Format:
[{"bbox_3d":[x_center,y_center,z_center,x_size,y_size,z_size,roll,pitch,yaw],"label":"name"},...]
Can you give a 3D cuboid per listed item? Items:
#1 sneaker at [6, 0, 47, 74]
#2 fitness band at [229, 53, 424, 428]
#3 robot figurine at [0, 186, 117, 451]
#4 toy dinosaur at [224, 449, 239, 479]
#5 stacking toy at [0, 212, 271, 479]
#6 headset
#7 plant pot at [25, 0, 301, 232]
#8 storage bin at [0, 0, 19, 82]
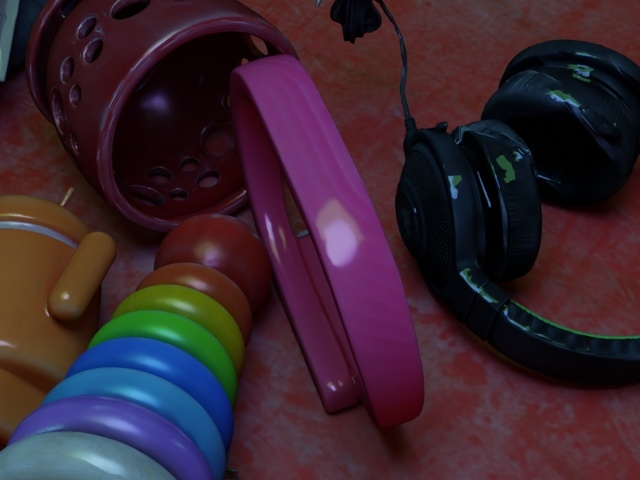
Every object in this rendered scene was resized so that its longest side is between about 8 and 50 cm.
[{"bbox_3d":[-0.375,-0.240,1.163,0.286,0.109,0.130,23,65,27],"label":"sneaker"},{"bbox_3d":[0.000,0.000,0.855,0.054,0.209,0.291,-17,51,-11],"label":"fitness band"},{"bbox_3d":[-0.222,0.057,0.880,0.128,0.158,0.219,9,48,-13],"label":"robot figurine"},{"bbox_3d":[-0.087,0.215,0.792,0.112,0.064,0.211,-2,38,30],"label":"toy dinosaur"},{"bbox_3d":[-0.100,0.088,0.817,0.141,0.141,0.330,7,34,10],"label":"stacking toy"},{"bbox_3d":[0.152,-0.075,0.922,0.243,0.185,0.394,-37,68,-24],"label":"headset"},{"bbox_3d":[-0.136,-0.128,0.989,0.191,0.191,0.174,-33,51,-21],"label":"plant pot"},{"bbox_3d":[-0.400,-0.271,1.069,0.262,0.123,0.261,-1,69,13],"label":"storage bin"}]
